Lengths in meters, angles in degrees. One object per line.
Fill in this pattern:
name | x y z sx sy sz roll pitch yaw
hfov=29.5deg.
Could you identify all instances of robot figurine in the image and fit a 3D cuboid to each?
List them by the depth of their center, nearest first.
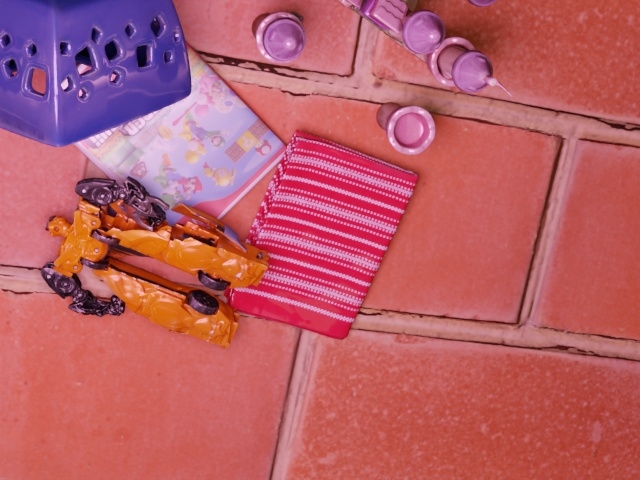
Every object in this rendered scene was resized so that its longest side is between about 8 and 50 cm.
robot figurine | -0.229 0.028 1.644 0.291 0.085 0.211 24 111 -10

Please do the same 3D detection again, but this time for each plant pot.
plant pot | -0.307 -0.264 1.425 0.236 0.236 0.212 -31 135 -48

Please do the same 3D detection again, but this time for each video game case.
video game case | -0.210 -0.152 1.649 0.204 0.025 0.285 -44 110 2

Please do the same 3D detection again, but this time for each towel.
towel | 0.000 0.000 1.720 0.199 0.031 0.275 19 107 -17

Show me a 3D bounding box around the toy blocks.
toy blocks | 0.104 -0.299 1.552 0.288 0.260 0.309 33 96 -18
